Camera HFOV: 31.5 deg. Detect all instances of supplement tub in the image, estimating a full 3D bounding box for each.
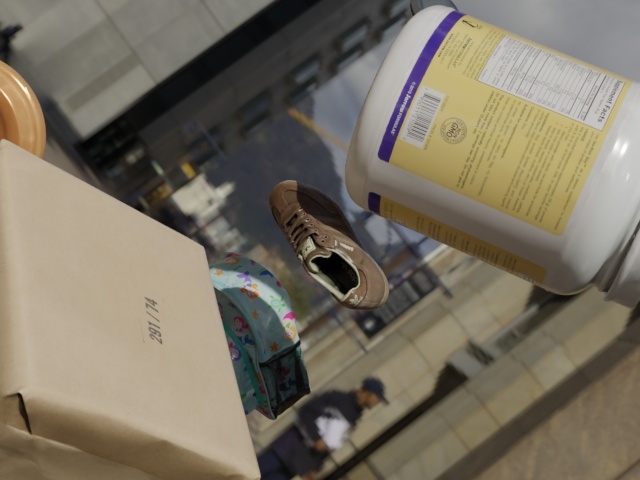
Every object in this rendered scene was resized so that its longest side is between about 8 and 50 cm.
[{"bbox_3d":[0.218,-0.086,1.208,0.331,0.241,0.241,24,-12,11],"label":"supplement tub"}]

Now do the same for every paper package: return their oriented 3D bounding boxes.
[{"bbox_3d":[-0.241,0.110,1.133,0.309,0.168,0.324,33,29,-42],"label":"paper package"}]

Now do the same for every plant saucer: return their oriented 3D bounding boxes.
[{"bbox_3d":[-0.432,-0.127,1.359,0.200,0.200,0.037,53,7,-3],"label":"plant saucer"}]

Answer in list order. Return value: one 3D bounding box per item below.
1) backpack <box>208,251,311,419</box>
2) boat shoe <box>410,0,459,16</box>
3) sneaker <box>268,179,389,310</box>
[{"bbox_3d":[-0.140,0.154,1.865,0.225,0.191,0.253,24,-50,44],"label":"backpack"},{"bbox_3d":[0.162,-0.254,1.521,0.183,0.065,0.083,50,-36,-18],"label":"boat shoe"},{"bbox_3d":[0.000,0.000,1.238,0.188,0.066,0.071,46,20,23],"label":"sneaker"}]
